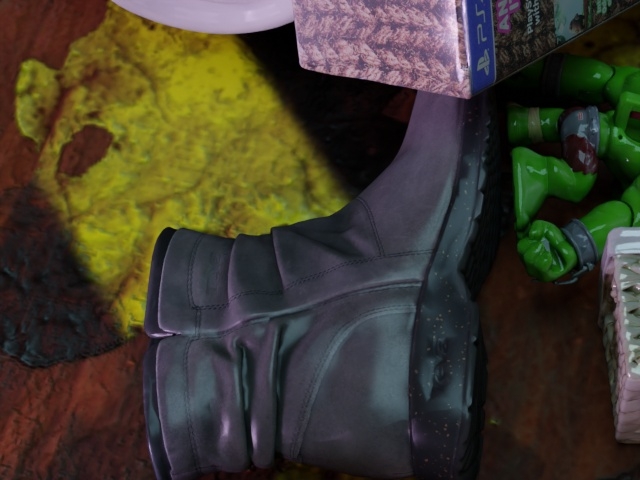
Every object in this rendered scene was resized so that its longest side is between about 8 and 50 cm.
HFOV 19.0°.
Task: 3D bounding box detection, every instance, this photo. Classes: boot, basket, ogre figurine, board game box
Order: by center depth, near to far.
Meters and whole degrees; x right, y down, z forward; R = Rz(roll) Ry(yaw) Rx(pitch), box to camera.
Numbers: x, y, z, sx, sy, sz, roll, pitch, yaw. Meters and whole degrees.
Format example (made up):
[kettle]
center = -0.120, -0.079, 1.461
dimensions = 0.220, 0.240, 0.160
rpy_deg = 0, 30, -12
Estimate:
[basket]
center = 0.257, 0.060, 1.168
dimensions = 0.167, 0.113, 0.103
rpy_deg = -1, 60, 4
[boot]
center = 0.000, 0.000, 1.227
dimensions = 0.222, 0.118, 0.338
rpy_deg = 1, 54, 11
[board game box]
center = 0.117, -0.255, 1.234
dimensions = 0.141, 0.232, 0.291
rpy_deg = 14, 32, 39
[ogre figurine]
center = 0.181, -0.056, 1.251
dimensions = 0.118, 0.097, 0.197
rpy_deg = -3, 29, 5

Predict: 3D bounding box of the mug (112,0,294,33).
[mug]
center = -0.103, -0.321, 1.363
dimensions = 0.374, 0.276, 0.328
rpy_deg = -7, 64, 32
